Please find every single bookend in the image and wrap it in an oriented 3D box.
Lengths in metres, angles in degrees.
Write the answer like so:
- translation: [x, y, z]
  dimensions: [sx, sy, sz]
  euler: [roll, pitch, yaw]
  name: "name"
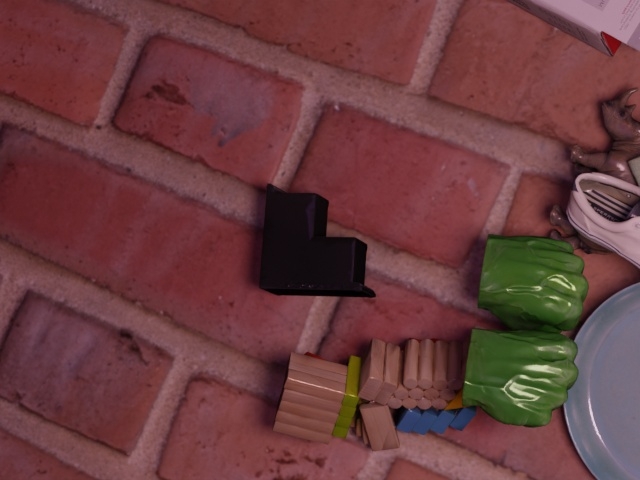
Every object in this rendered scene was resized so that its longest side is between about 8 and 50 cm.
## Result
- translation: [0.000, 0.000, 2.120]
  dimensions: [0.156, 0.072, 0.157]
  euler: [0, 80, 19]
  name: "bookend"

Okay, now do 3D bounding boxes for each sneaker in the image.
- translation: [0.423, -0.007, 1.856]
  dimensions: [0.258, 0.091, 0.094]
  euler: [25, 71, 26]
  name: "sneaker"

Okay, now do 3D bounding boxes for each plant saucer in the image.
- translation: [0.471, 0.203, 1.894]
  dimensions: [0.318, 0.044, 0.317]
  euler: [1, 92, 30]
  name: "plant saucer"

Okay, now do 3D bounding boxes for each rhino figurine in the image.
- translation: [0.394, -0.093, 1.990]
  dimensions: [0.106, 0.073, 0.243]
  euler: [17, 85, 23]
  name: "rhino figurine"

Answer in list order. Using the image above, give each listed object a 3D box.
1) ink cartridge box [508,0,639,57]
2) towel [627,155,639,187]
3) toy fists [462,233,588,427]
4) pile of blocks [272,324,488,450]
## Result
- translation: [0.418, -0.426, 2.008]
  dimensions: [0.272, 0.130, 0.309]
  euler: [33, 93, 21]
  name: "ink cartridge box"
- translation: [0.557, 0.001, 1.857]
  dimensions: [0.248, 0.038, 0.324]
  euler: [-26, 87, 40]
  name: "towel"
- translation: [0.273, 0.117, 1.922]
  dimensions: [0.142, 0.096, 0.279]
  euler: [8, 57, 10]
  name: "toy fists"
- translation: [0.111, 0.199, 2.042]
  dimensions: [0.362, 0.149, 0.112]
  euler: [-5, 36, 10]
  name: "pile of blocks"
